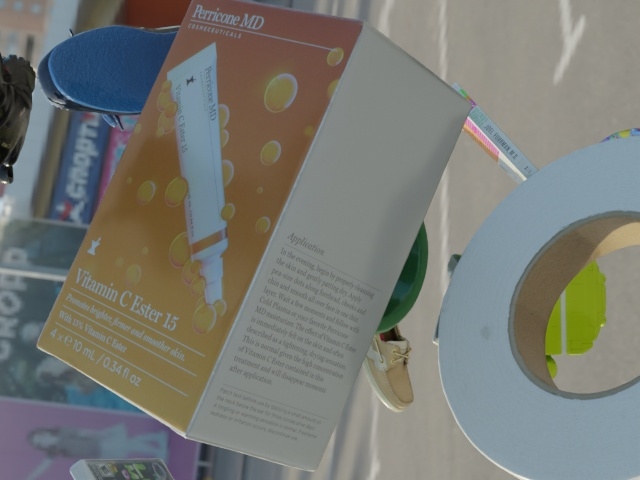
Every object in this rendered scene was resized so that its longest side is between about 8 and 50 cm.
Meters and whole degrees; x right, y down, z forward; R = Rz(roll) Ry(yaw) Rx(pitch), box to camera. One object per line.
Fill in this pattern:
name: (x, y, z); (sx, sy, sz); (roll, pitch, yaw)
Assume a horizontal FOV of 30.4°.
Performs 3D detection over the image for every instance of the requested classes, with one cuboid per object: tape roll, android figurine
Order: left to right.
android figurine: (0.310, 0.084, 1.717); (0.056, 0.273, 0.248); (-9, 82, 63)
tape roll: (0.295, 0.076, 1.197); (0.392, 0.072, 0.392); (-25, 49, 32)

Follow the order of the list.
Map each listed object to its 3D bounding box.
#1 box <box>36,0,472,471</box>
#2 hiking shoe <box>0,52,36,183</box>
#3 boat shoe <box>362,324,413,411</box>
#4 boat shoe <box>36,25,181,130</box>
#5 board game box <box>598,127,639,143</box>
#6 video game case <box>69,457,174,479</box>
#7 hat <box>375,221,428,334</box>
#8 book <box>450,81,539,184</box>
box: (-0.056, -0.012, 1.008); (0.215, 0.168, 0.345); (19, 84, 42)
hiking shoe: (-0.280, -0.097, 0.917); (0.227, 0.086, 0.114); (2, -95, -79)
boat shoe: (0.090, 0.144, 1.572); (0.059, 0.063, 0.170); (-27, 82, 36)
boat shoe: (-0.188, -0.164, 1.208); (0.089, 0.258, 0.109); (-13, 89, 41)
board game box: (0.453, -0.078, 1.653); (0.133, 0.169, 0.033); (-43, 13, 37)
video game case: (-0.166, 0.310, 1.231); (0.190, 0.022, 0.173); (54, -169, 20)
hat: (0.000, 0.000, 1.398); (0.173, 0.183, 0.208); (-46, -54, -30)
book: (0.207, -0.126, 1.432); (0.035, 0.144, 0.096); (-42, -8, 4)
